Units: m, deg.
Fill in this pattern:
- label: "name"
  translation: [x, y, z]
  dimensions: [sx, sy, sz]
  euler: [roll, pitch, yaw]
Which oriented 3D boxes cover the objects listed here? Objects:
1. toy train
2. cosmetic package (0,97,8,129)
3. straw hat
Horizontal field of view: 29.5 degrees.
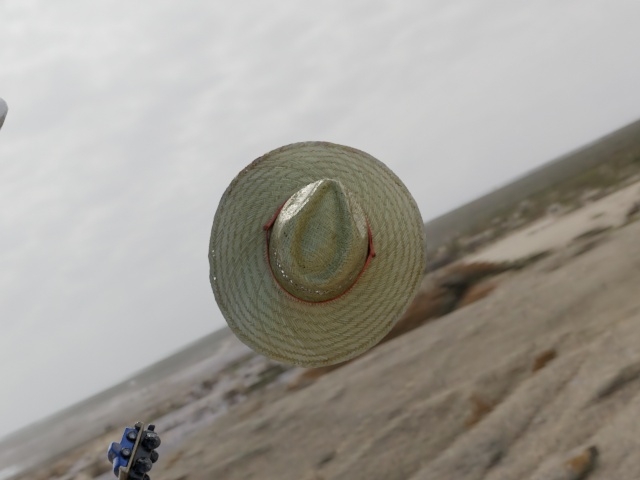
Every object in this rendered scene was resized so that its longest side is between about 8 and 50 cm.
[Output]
- label: "toy train"
  translation: [-0.149, 0.192, 0.861]
  dimensions: [0.158, 0.036, 0.027]
  euler: [-74, -2, -46]
- label: "cosmetic package"
  translation: [-0.464, -0.075, 0.800]
  dimensions: [0.161, 0.453, 0.230]
  euler: [-54, 22, 33]
- label: "straw hat"
  translation: [0.000, 0.000, 0.717]
  dimensions: [0.144, 0.145, 0.061]
  euler: [-24, -12, -9]
